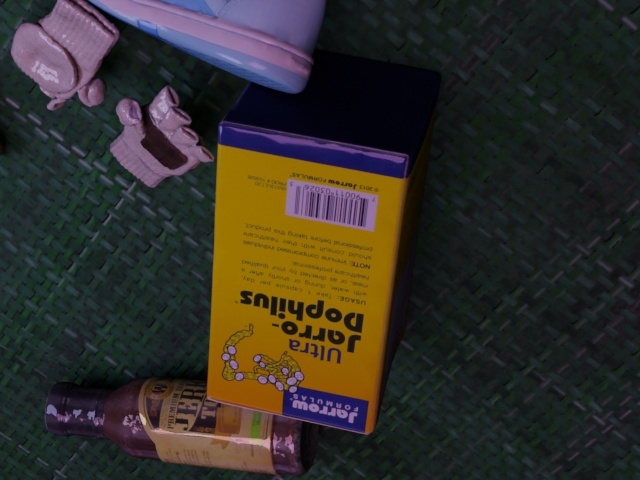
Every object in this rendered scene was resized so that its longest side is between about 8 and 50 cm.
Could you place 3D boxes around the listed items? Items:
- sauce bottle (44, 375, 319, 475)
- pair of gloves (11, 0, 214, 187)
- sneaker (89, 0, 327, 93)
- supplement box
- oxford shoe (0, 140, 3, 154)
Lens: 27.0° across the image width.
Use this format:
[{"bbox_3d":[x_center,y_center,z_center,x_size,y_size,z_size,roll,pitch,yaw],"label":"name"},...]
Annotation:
[{"bbox_3d":[-0.179,0.230,1.687,0.345,0.111,0.111,3,122,12],"label":"sauce bottle"},{"bbox_3d":[-0.232,-0.152,1.447,0.240,0.042,0.204,45,151,-17],"label":"pair of gloves"},{"bbox_3d":[-0.105,-0.290,1.348,0.319,0.127,0.208,26,94,28],"label":"sneaker"},{"bbox_3d":[0.000,0.000,1.440,0.195,0.194,0.356,11,123,9],"label":"supplement box"},{"bbox_3d":[-0.424,-0.176,1.531,0.076,0.076,0.212,-39,122,-9],"label":"oxford shoe"}]
